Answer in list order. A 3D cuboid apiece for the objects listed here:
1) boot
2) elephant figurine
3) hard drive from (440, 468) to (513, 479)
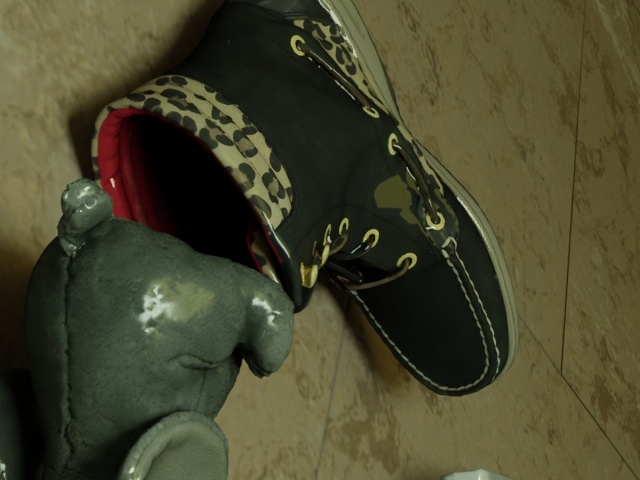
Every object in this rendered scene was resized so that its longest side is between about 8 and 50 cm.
[{"bbox_3d":[0.000,0.000,1.016,0.377,0.138,0.284,63,30,-14],"label":"boot"},{"bbox_3d":[-0.111,0.122,0.771,0.186,0.169,0.240,23,70,-21],"label":"elephant figurine"},{"bbox_3d":[0.154,0.352,1.179,0.203,0.040,0.308,39,43,-72],"label":"hard drive"}]
